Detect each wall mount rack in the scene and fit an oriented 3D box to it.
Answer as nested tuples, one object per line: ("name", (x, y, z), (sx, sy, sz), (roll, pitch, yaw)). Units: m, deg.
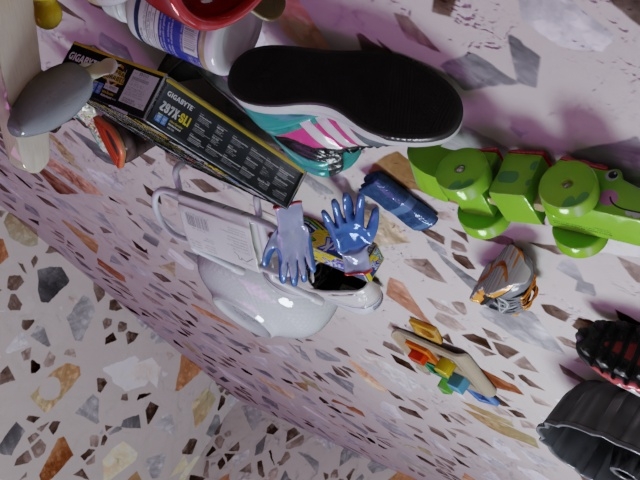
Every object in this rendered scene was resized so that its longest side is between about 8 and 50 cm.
("wall mount rack", (-0.134, -0.003, 1.819), (0.350, 0.130, 0.304), (19, 134, 36))

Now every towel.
("towel", (0.117, -0.057, 1.523), (0.119, 0.029, 0.067), (37, 161, -14))

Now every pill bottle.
("pill bottle", (-0.176, -0.288, 1.264), (0.187, 0.112, 0.112), (27, 162, 20))

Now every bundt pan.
("bundt pan", (0.544, 0.350, 1.729), (0.331, 0.124, 0.331), (30, 162, 11))

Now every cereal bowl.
("cereal bowl", (-0.138, 0.115, 2.246), (0.339, 0.141, 0.339), (30, 162, 11))

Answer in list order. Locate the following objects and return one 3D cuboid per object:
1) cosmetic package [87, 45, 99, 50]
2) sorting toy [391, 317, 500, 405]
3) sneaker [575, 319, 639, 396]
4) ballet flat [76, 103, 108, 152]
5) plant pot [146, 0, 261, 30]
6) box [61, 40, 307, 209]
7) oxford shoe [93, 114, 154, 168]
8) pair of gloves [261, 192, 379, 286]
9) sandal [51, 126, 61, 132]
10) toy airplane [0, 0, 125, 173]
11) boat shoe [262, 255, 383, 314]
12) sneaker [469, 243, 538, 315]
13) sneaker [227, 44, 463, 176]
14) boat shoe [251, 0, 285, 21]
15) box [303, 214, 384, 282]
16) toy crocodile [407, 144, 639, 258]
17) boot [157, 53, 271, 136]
("cosmetic package", (-0.373, -0.281, 1.741), (0.060, 0.041, 0.115), (11, 153, 48))
("sorting toy", (0.253, 0.268, 2.135), (0.196, 0.047, 0.347), (16, 156, 43))
("sneaker", (0.496, 0.201, 1.450), (0.276, 0.097, 0.135), (20, 157, 31))
("ballet flat", (-0.399, -0.238, 1.874), (0.077, 0.091, 0.241), (-2, 160, 7))
("plant pot", (-0.143, -0.322, 0.991), (0.174, 0.191, 0.191), (30, 163, 27))
("box", (-0.211, -0.173, 1.545), (0.257, 0.079, 0.322), (23, 174, 43))
("oxford shoe", (-0.327, -0.188, 1.748), (0.271, 0.098, 0.096), (-140, 26, -77))
("pair of gloves", (0.000, 0.000, 1.633), (0.023, 0.198, 0.159), (-109, 10, -60))
("sandal", (-0.574, -0.280, 2.078), (0.090, 0.060, 0.219), (50, 171, -29))
("toy airplane", (-0.337, -0.302, 1.125), (0.273, 0.384, 0.386), (1, 168, -4))
("boat shoe", (-0.006, 0.072, 1.980), (0.268, 0.096, 0.088), (20, 155, 32))
("sneaker", (0.285, 0.065, 1.493), (0.083, 0.084, 0.215), (30, 172, 2))
("sneaker", (0.045, -0.145, 1.261), (0.296, 0.123, 0.178), (15, 165, 22))
("boat shoe", (-0.103, -0.314, 1.171), (0.153, 0.056, 0.048), (40, 171, -18))
("box", (0.027, 0.014, 1.829), (0.169, 0.054, 0.059), (22, 160, 29))
("toy crocodile", (0.249, -0.061, 1.192), (0.341, 0.105, 0.115), (13, 156, 36))
("boot", (-0.126, -0.217, 1.463), (0.208, 0.076, 0.190), (31, 166, -19))
